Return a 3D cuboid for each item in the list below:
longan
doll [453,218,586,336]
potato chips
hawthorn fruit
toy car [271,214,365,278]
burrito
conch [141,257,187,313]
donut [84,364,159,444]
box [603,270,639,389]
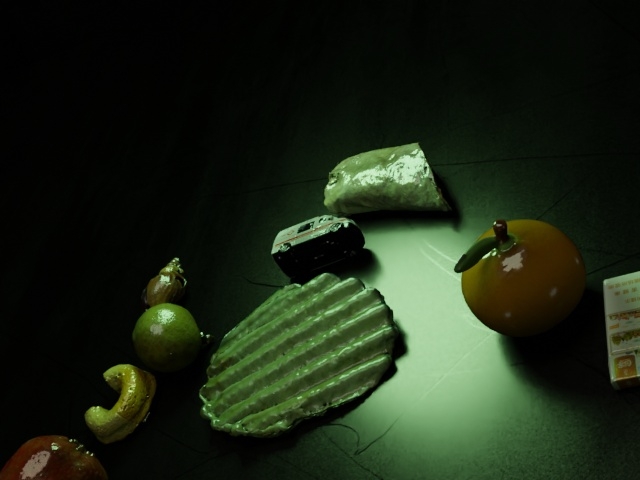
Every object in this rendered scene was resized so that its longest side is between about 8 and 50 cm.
[{"bbox_3d":[-0.315,0.208,2.151,0.145,0.176,0.154,123,143,-50],"label":"longan"},{"bbox_3d":[0.334,0.045,1.710,0.213,0.236,0.213,-19,44,19],"label":"doll"},{"bbox_3d":[-0.051,0.217,1.977,0.429,0.070,0.358,-29,38,10],"label":"potato chips"},{"bbox_3d":[-0.532,0.500,1.930,0.205,0.205,0.253,24,75,51],"label":"hawthorn fruit"},{"bbox_3d":[0.000,0.000,2.169,0.210,0.089,0.108,-21,32,24],"label":"toy car"},{"bbox_3d":[0.153,-0.136,2.197,0.348,0.107,0.175,-1,60,41],"label":"burrito"},{"bbox_3d":[-0.371,0.135,2.320,0.086,0.080,0.232,-2,46,49],"label":"conch"},{"bbox_3d":[-0.419,0.337,2.126,0.146,0.078,0.181,-6,45,39],"label":"donut"},{"bbox_3d":[0.522,0.137,1.625,0.122,0.032,0.220,-16,39,24],"label":"box"}]
